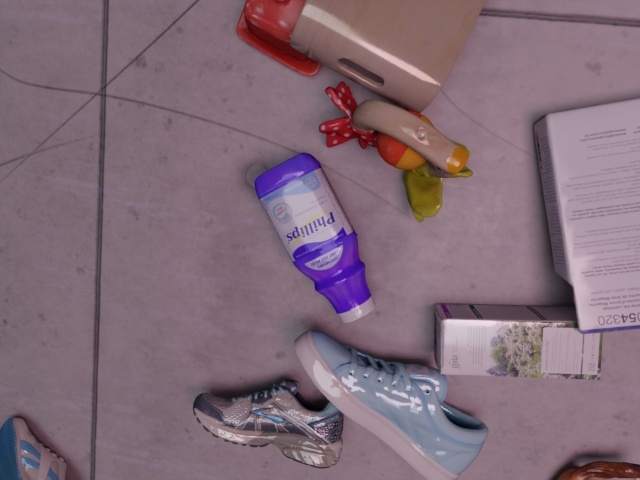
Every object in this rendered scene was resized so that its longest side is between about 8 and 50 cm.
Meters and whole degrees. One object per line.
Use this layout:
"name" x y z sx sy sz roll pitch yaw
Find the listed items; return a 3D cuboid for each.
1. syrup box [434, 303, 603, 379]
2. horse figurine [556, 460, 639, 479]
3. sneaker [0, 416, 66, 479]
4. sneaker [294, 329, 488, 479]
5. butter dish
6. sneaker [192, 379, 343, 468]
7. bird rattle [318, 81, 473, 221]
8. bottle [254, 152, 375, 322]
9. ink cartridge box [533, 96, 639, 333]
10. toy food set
"syrup box" 0.308 0.160 0.690 0.237 0.096 0.093 0 97 9
"horse figurine" 0.460 0.477 0.736 0.175 0.066 0.263 9 103 1
"sneaker" -0.602 0.475 0.890 0.087 0.092 0.228 -41 72 15
"sneaker" 0.127 0.248 0.726 0.366 0.135 0.150 40 95 -8
"butter dish" -0.048 -0.363 0.647 0.160 0.118 0.160 31 103 3
"sneaker" -0.091 0.311 0.788 0.283 0.110 0.122 13 83 4
"bird rattle" 0.116 -0.154 0.620 0.254 0.207 0.143 40 91 -7
"bottle" 0.000 0.000 0.712 0.118 0.092 0.282 -26 95 11
"ink cartridge box" 0.511 -0.048 0.621 0.325 0.071 0.329 -7 91 9
"toy food set" 0.120 -0.369 0.613 0.220 0.092 0.306 26 92 -10
